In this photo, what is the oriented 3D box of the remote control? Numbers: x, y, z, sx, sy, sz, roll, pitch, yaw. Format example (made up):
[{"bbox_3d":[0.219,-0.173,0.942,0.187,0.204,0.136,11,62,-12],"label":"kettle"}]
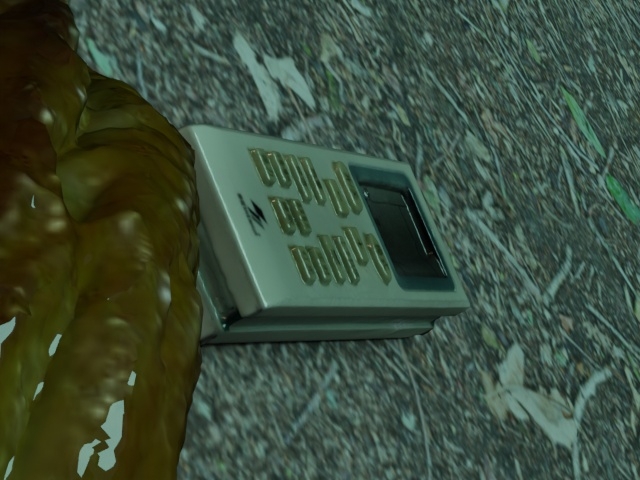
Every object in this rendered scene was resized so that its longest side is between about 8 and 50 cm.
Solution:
[{"bbox_3d":[0.000,0.000,1.006,0.277,0.055,0.103,4,61,-64],"label":"remote control"}]

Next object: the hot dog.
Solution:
[{"bbox_3d":[-0.160,0.041,0.389,0.387,0.267,0.174,-88,-176,-50],"label":"hot dog"}]
